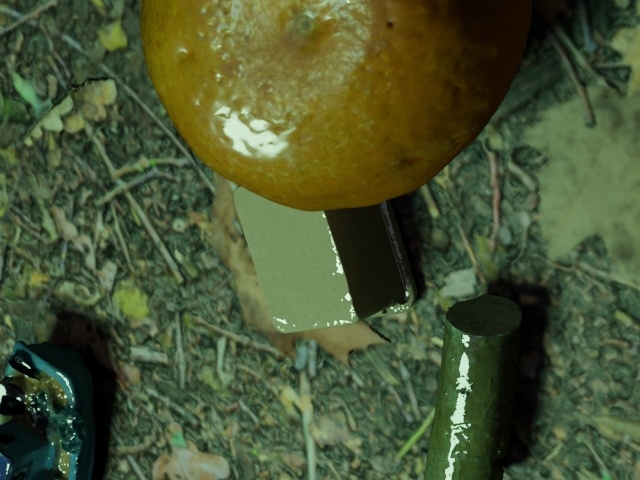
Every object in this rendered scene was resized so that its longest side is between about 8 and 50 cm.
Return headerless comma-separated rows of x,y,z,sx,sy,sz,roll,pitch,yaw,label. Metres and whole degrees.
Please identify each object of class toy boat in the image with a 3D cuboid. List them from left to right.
-0.232,0.183,1.188,0.100,0.097,0.223,31,123,28,toy boat

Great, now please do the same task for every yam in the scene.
0.096,0.102,0.936,0.054,0.054,0.132,19,117,30,yam

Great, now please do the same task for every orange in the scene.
0.010,-0.128,0.836,0.224,0.170,0.224,7,111,17,orange

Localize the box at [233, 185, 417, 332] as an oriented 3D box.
0.000,0.000,0.962,0.089,0.062,0.122,-10,100,39,box
